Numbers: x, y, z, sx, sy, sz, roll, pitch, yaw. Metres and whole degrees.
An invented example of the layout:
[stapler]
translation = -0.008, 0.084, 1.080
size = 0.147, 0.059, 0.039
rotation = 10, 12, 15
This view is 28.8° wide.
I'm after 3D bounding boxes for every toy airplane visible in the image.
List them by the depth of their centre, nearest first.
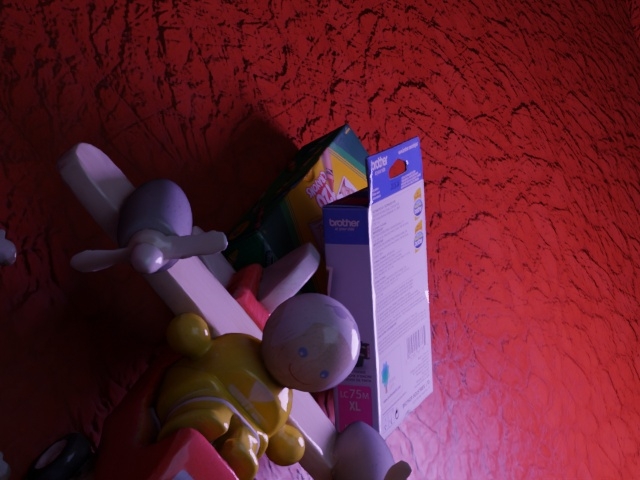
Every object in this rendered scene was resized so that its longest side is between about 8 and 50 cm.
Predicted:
[toy airplane]
translation = -0.066, 0.112, 1.151
size = 0.386, 0.272, 0.384
rotation = 13, 59, -48

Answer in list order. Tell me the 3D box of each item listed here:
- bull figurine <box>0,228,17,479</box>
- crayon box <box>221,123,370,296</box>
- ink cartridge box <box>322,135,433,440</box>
[bull figurine]
translation = -0.315, 0.114, 0.934
size = 0.188, 0.101, 0.310
rotation = 16, 78, -73
[crayon box]
translation = 0.000, 0.000, 1.469
size = 0.165, 0.081, 0.278
rotation = 55, 36, -14
[ink cartridge box]
translation = 0.065, 0.049, 1.372
size = 0.186, 0.065, 0.311
rotation = -28, 119, -64
